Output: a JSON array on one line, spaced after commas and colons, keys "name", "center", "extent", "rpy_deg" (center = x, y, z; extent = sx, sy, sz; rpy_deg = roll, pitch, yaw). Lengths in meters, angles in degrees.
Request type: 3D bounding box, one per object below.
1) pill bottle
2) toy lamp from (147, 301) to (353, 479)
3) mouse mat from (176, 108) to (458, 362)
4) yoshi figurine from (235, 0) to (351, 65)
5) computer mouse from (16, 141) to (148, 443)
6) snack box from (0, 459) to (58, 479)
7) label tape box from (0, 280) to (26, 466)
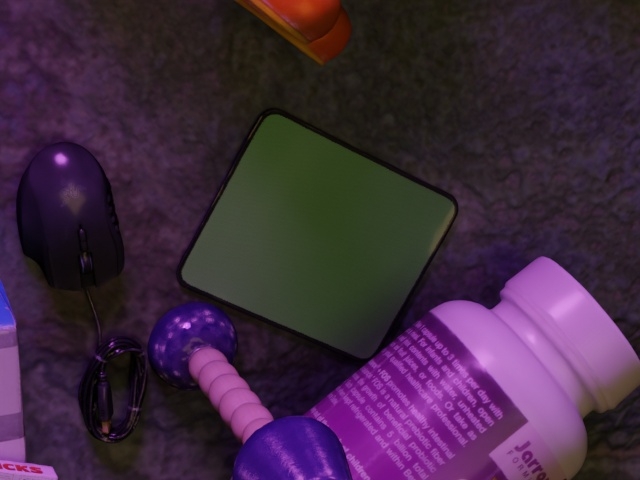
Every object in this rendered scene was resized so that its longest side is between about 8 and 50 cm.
[{"name": "pill bottle", "center": [0.094, 0.153, 1.267], "extent": [0.301, 0.169, 0.169], "rpy_deg": [-39, 119, -3]}, {"name": "toy lamp", "center": [-0.047, 0.123, 1.139], "extent": [0.080, 0.275, 0.080], "rpy_deg": [-8, 114, -19]}, {"name": "mouse mat", "center": [0.000, 0.000, 1.263], "extent": [0.189, 0.007, 0.152], "rpy_deg": [25, 99, -26]}, {"name": "yoshi figurine", "center": [0.093, -0.273, 1.102], "extent": [0.362, 0.203, 0.203], "rpy_deg": [-53, 134, 2]}, {"name": "computer mouse", "center": [-0.165, 0.044, 1.196], "extent": [0.071, 0.041, 0.242], "rpy_deg": [-18, 116, -15]}, {"name": "snack box", "center": [-0.267, 0.170, 1.094], "extent": [0.178, 0.022, 0.064], "rpy_deg": [12, 105, -26]}, {"name": "label tape box", "center": [-0.326, 0.205, 1.158], "extent": [0.240, 0.106, 0.334], "rpy_deg": [-7, 112, -19]}]
